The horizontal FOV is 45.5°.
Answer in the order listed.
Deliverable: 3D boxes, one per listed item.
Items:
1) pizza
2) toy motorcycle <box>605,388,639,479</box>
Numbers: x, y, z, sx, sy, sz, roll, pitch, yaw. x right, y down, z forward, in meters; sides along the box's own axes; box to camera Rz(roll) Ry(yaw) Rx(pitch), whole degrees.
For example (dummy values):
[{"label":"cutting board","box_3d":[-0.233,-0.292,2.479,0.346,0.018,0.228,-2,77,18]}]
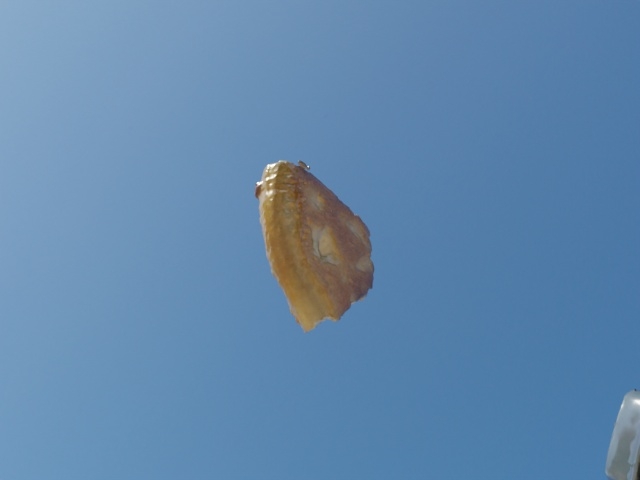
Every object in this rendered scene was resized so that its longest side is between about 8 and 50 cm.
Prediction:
[{"label":"pizza","box_3d":[0.000,0.000,0.807,0.062,0.161,0.182,-36,-106,39]},{"label":"toy motorcycle","box_3d":[0.251,0.140,0.437,0.187,0.275,0.124,6,-107,48]}]
